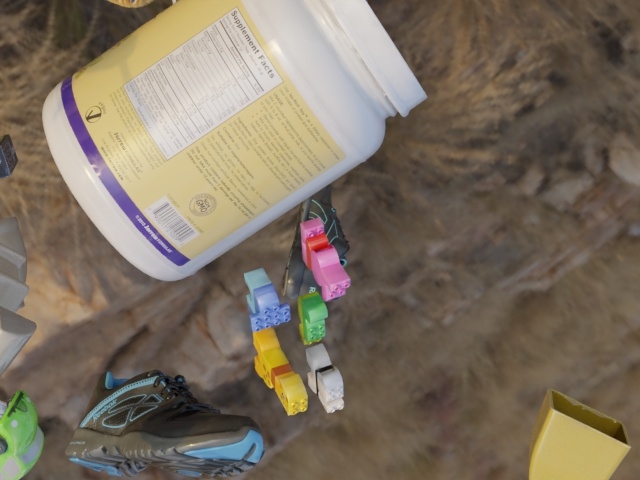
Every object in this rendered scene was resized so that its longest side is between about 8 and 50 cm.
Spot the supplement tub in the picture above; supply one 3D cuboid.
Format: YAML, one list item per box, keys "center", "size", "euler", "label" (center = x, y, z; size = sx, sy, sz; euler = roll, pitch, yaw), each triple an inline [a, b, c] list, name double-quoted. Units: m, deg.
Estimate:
- center: [-0.085, -0.137, 1.144]
  size: [0.331, 0.241, 0.241]
  euler: [-33, 154, 8]
  label: "supplement tub"

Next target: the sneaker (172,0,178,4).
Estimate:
- center: [-0.197, -0.432, 2.141]
  size: [0.125, 0.321, 0.180]
  euler: [2, 180, -36]
  label: "sneaker"

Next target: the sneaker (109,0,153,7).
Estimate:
- center: [-0.341, -0.409, 1.491]
  size: [0.296, 0.131, 0.112]
  euler: [36, 102, -16]
  label: "sneaker"

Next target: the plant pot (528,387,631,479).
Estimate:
- center: [0.238, 0.204, 1.081]
  size: [0.083, 0.082, 0.081]
  euler: [-65, 174, 11]
  label: "plant pot"

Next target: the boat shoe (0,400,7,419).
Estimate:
- center: [-0.462, 0.233, 1.491]
  size: [0.066, 0.184, 0.063]
  euler: [32, 71, -34]
  label: "boat shoe"

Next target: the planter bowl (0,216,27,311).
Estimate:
- center: [-0.424, 0.052, 1.366]
  size: [0.162, 0.109, 0.162]
  euler: [-23, -176, 2]
  label: "planter bowl"

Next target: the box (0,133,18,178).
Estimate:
- center: [-0.684, -0.132, 2.105]
  size: [0.216, 0.060, 0.270]
  euler: [-17, -167, -10]
  label: "box"

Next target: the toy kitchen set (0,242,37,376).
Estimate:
- center: [-0.373, 0.051, 0.982]
  size: [0.207, 0.166, 0.122]
  euler: [32, 106, -31]
  label: "toy kitchen set"

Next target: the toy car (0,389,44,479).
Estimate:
- center: [-0.311, 0.230, 1.054]
  size: [0.225, 0.053, 0.239]
  euler: [-53, -168, 32]
  label: "toy car"

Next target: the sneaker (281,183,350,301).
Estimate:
- center: [0.000, 0.000, 2.047]
  size: [0.106, 0.267, 0.101]
  euler: [12, 149, -2]
  label: "sneaker"

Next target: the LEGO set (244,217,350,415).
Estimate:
- center: [-0.018, 0.102, 1.064]
  size: [0.087, 0.093, 0.227]
  euler: [-18, 135, -15]
  label: "LEGO set"

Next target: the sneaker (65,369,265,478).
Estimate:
- center: [-0.204, 0.229, 1.459]
  size: [0.341, 0.139, 0.125]
  euler: [-7, 151, 40]
  label: "sneaker"
